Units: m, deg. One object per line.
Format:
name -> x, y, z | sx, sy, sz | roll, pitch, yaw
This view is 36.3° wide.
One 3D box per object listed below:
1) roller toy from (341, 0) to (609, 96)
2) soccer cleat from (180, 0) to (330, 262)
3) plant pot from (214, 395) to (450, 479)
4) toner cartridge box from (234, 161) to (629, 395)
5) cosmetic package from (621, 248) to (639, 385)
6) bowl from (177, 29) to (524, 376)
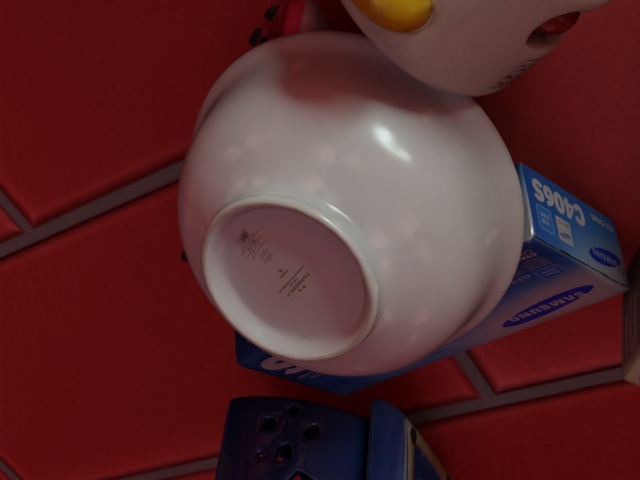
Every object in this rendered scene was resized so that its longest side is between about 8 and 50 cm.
roller toy -> 0.102, -0.204, 0.687 | 0.191, 0.209, 0.146 | 26, 136, -27
soccer cleat -> -0.026, -0.077, 0.912 | 0.143, 0.116, 0.331 | 15, 135, -12
plant pot -> 0.022, 0.315, 1.087 | 0.212, 0.236, 0.236 | -9, 141, 20
toner cartridge box -> 0.093, 0.053, 0.931 | 0.348, 0.075, 0.165 | -27, 146, 36
cosmetic package -> 0.361, -0.009, 0.773 | 0.129, 0.153, 0.296 | 20, 133, 3
bowl -> 0.000, 0.000, 0.760 | 0.297, 0.134, 0.298 | 12, 124, 19
